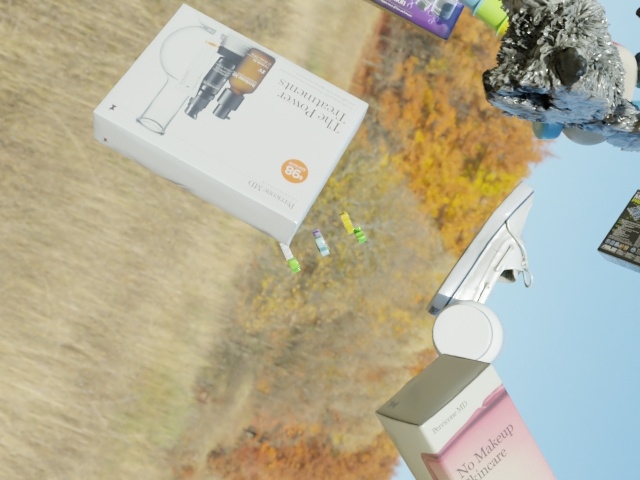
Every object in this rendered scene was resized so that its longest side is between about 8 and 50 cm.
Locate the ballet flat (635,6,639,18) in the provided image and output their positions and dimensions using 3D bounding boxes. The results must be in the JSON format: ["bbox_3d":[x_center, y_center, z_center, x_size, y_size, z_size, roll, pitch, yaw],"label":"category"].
[{"bbox_3d":[0.636,-0.482,1.480,0.057,0.049,0.173,-7,127,-55],"label":"ballet flat"}]

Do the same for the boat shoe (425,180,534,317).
[{"bbox_3d":[0.389,0.047,1.745,0.367,0.156,0.136,-52,173,-17],"label":"boat shoe"}]

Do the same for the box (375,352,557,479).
[{"bbox_3d":[0.214,0.303,1.174,0.149,0.232,0.127,-37,-165,-22],"label":"box"}]

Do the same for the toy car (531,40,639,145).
[{"bbox_3d":[0.523,-0.330,1.621,0.238,0.219,0.210,-101,-169,-51],"label":"toy car"}]

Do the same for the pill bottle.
[{"bbox_3d":[0.278,0.178,1.517,0.131,0.131,0.229,-68,162,-2],"label":"pill bottle"}]

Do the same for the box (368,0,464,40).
[{"bbox_3d":[0.250,-0.665,2.115,0.184,0.261,0.103,-64,-165,10],"label":"box"}]

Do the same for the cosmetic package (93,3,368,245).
[{"bbox_3d":[-0.147,-0.203,1.382,0.284,0.377,0.097,-61,178,-27],"label":"cosmetic package"}]

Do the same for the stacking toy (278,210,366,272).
[{"bbox_3d":[0.000,0.000,1.718,0.167,0.052,0.221,-24,-170,-2],"label":"stacking toy"}]

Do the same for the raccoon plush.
[{"bbox_3d":[0.441,-0.352,1.406,0.216,0.446,0.299,4,-100,42],"label":"raccoon plush"}]

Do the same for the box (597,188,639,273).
[{"bbox_3d":[0.919,-0.007,2.183,0.216,0.060,0.270,-55,-144,-5],"label":"box"}]

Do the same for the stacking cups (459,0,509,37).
[{"bbox_3d":[0.310,-0.508,1.646,0.096,0.316,0.096,-52,178,-3],"label":"stacking cups"}]
